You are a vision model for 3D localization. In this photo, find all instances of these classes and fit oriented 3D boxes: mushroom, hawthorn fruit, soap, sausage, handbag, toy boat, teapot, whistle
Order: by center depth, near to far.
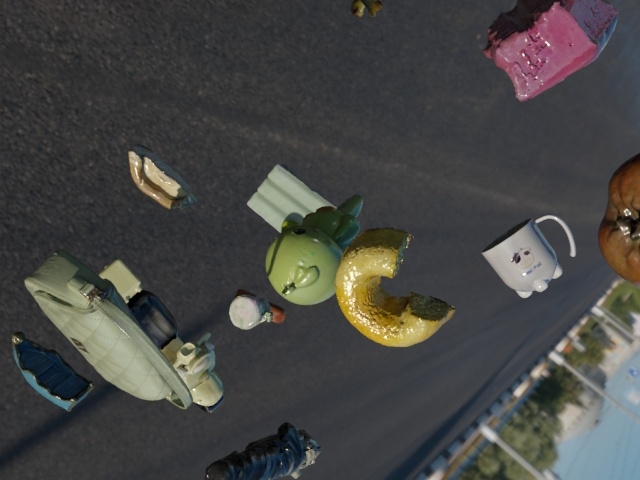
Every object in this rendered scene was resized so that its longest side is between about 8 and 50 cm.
[{"bbox_3d":[0.492,-0.034,1.056,0.251,0.199,0.199,-10,141,-35],"label":"hawthorn fruit"},{"bbox_3d":[-0.271,0.136,1.068,0.079,0.219,0.256,-47,143,-23],"label":"handbag"},{"bbox_3d":[-0.007,-0.006,1.338,0.141,0.141,0.294,111,-1,-45],"label":"whistle"},{"bbox_3d":[0.406,-0.377,1.418,0.220,0.127,0.325,-32,-164,21],"label":"soap"},{"bbox_3d":[-0.119,0.132,1.458,0.064,0.083,0.064,-4,107,-66],"label":"teapot"},{"bbox_3d":[-0.522,0.246,1.527,0.075,0.185,0.077,-40,160,-49],"label":"toy boat"},{"bbox_3d":[-0.145,0.159,1.913,0.039,0.131,0.041,-66,173,9],"label":"sausage"},{"bbox_3d":[-0.411,-0.150,2.019,0.094,0.210,0.072,-49,-170,15],"label":"mushroom"}]

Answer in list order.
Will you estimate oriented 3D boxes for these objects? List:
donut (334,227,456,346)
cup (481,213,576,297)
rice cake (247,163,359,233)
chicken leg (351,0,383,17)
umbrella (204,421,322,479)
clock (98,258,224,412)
[{"bbox_3d":[0.091,0.077,1.116,0.146,0.181,0.078,-23,-162,30],"label":"donut"},{"bbox_3d":[0.473,0.033,1.783,0.173,0.142,0.134,-36,178,-14],"label":"cup"},{"bbox_3d":[-0.039,-0.053,1.611,0.127,0.237,0.043,-55,152,9],"label":"rice cake"},{"bbox_3d":[0.084,-0.453,1.083,0.361,0.140,0.211,43,60,-77],"label":"chicken leg"},{"bbox_3d":[-0.117,0.416,1.519,0.113,0.106,0.358,-42,159,13],"label":"umbrella"},{"bbox_3d":[-0.344,0.218,1.731,0.120,0.379,0.276,-46,179,-23],"label":"clock"}]
